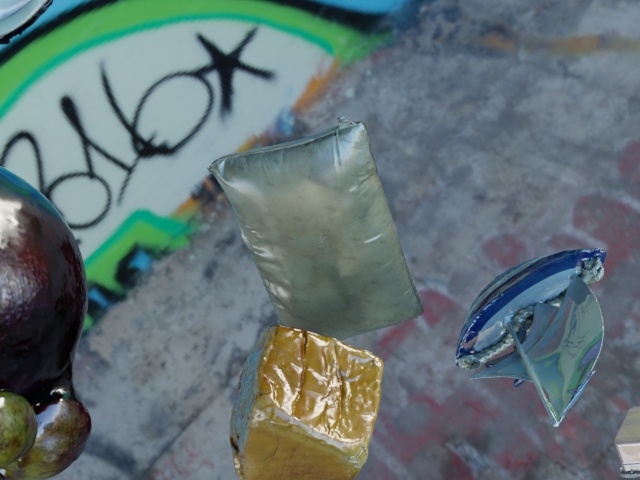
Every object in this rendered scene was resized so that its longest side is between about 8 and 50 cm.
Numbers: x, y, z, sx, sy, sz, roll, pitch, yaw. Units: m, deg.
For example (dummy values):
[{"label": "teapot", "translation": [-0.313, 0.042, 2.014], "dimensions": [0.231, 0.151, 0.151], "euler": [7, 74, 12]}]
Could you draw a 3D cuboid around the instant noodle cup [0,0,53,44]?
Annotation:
[{"label": "instant noodle cup", "translation": [-0.313, -0.342, 0.951], "dimensions": [0.339, 0.340, 0.266], "euler": [-13, 45, 21]}]

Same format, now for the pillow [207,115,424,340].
[{"label": "pillow", "translation": [0.000, 0.000, 1.253], "dimensions": [0.184, 0.303, 0.075], "euler": [-15, 35, 8]}]

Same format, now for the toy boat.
[{"label": "toy boat", "translation": [0.240, 0.120, 1.256], "dimensions": [0.210, 0.070, 0.292], "euler": [-31, 24, 34]}]

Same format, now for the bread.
[{"label": "bread", "translation": [-0.021, 0.190, 1.191], "dimensions": [0.143, 0.158, 0.149], "euler": [18, 47, -6]}]

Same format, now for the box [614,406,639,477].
[{"label": "box", "translation": [0.500, 0.302, 1.634], "dimensions": [0.089, 0.062, 0.122], "euler": [-12, 17, 36]}]

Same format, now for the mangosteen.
[{"label": "mangosteen", "translation": [-0.317, 0.072, 0.883], "dimensions": [0.297, 0.313, 0.297], "euler": [-57, 3, 4]}]
